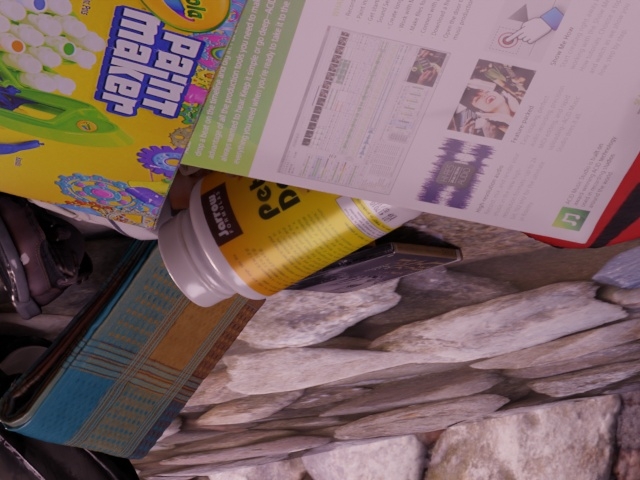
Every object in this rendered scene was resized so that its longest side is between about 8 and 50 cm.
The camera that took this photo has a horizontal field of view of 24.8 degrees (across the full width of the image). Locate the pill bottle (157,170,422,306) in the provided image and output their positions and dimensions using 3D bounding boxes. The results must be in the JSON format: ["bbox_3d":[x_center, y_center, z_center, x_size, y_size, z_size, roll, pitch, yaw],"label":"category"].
[{"bbox_3d":[-0.027,-0.027,1.221,0.215,0.117,0.117,-29,158,18],"label":"pill bottle"}]

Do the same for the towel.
[{"bbox_3d":[-0.201,0.125,1.653,0.271,0.040,0.370,-51,161,-1],"label":"towel"}]

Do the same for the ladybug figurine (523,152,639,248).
[{"bbox_3d":[0.243,-0.106,1.170,0.305,0.162,0.449,-8,164,-5],"label":"ladybug figurine"}]

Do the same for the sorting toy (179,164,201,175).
[{"bbox_3d":[-0.106,-0.097,1.229,0.075,0.045,0.083,-21,161,14],"label":"sorting toy"}]

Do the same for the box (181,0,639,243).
[{"bbox_3d":[0.065,-0.119,0.937,0.322,0.058,0.232,10,137,-11],"label":"box"}]

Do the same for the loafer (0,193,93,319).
[{"bbox_3d":[-0.269,0.004,1.403,0.095,0.109,0.302,-24,173,-13],"label":"loafer"}]

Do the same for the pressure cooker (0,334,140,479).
[{"bbox_3d":[-0.446,0.307,1.839,0.420,0.375,0.370,-15,178,17],"label":"pressure cooker"}]

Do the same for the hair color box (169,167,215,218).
[{"bbox_3d":[-0.078,-0.055,1.322,0.141,0.072,0.043,-14,164,14],"label":"hair color box"}]

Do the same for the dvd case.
[{"bbox_3d":[0.058,0.035,1.739,0.164,0.018,0.221,-17,171,24],"label":"dvd case"}]

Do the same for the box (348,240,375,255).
[{"bbox_3d":[0.000,0.000,1.631,0.081,0.028,0.136,-19,163,30],"label":"box"}]

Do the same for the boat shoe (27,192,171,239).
[{"bbox_3d":[-0.209,-0.062,1.194,0.088,0.096,0.267,-10,163,17],"label":"boat shoe"}]

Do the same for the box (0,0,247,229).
[{"bbox_3d":[-0.165,-0.158,0.612,0.279,0.177,0.290,15,159,-10],"label":"box"}]
